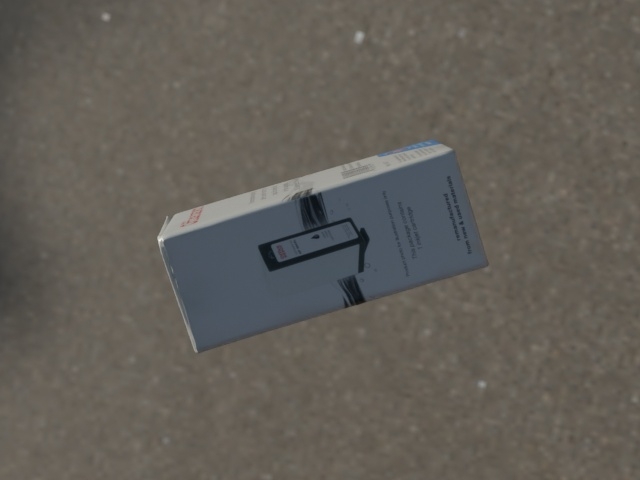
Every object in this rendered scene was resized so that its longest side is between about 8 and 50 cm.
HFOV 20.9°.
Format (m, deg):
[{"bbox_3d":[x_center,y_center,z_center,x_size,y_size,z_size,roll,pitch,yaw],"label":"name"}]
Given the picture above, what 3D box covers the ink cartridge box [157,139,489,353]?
[{"bbox_3d":[0.000,0.000,1.189,0.148,0.203,0.086,-98,-9,-83],"label":"ink cartridge box"}]
